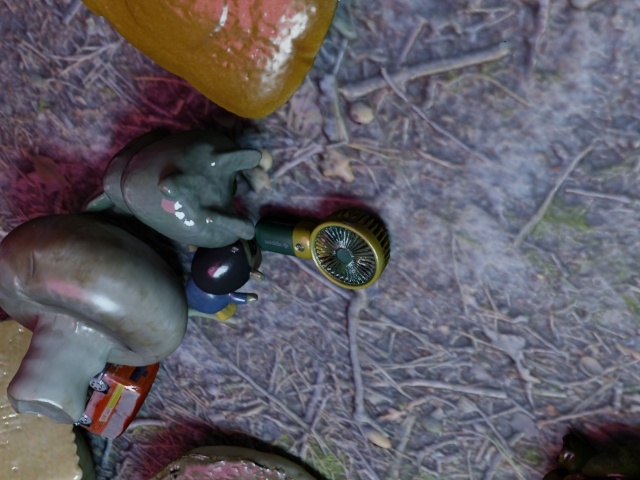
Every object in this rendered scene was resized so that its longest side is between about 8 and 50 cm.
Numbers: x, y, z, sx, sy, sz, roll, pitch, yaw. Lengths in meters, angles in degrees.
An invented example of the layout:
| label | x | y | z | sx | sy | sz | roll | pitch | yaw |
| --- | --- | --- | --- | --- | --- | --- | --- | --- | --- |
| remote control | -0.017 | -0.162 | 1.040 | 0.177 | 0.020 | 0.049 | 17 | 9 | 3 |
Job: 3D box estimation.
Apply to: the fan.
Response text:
| label | x | y | z | sx | sy | sz | roll | pitch | yaw |
| --- | --- | --- | --- | --- | --- | --- | --- | --- | --- |
| fan | 0.000 | 0.000 | 0.922 | 0.155 | 0.039 | 0.082 | 11 | 128 | 27 |

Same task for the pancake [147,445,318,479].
| label | x | y | z | sx | sy | sz | roll | pitch | yaw |
| --- | --- | --- | --- | --- | --- | --- | --- | --- | --- |
| pancake | -0.103 | 0.460 | 1.218 | 0.386 | 0.082 | 0.387 | 3 | 100 | 18 |

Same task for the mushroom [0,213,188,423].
| label | x | y | z | sx | sy | sz | roll | pitch | yaw |
| --- | --- | --- | --- | --- | --- | --- | --- | --- | --- |
| mushroom | -0.284 | 0.095 | 1.029 | 0.243 | 0.243 | 0.244 | 17 | 129 | 21 |

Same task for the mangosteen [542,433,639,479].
| label | x | y | z | sx | sy | sz | roll | pitch | yaw |
| --- | --- | --- | --- | --- | --- | --- | --- | --- | --- |
| mangosteen | 0.288 | 0.318 | 0.877 | 0.216 | 0.216 | 0.216 | 17 | 129 | 21 |

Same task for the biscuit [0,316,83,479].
| label | x | y | z | sx | sy | sz | roll | pitch | yaw |
| --- | --- | --- | --- | --- | --- | --- | --- | --- | --- |
| biscuit | -0.429 | 0.232 | 1.231 | 0.030 | 0.160 | 0.250 | 122 | 133 | -76 |

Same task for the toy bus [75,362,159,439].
| label | x | y | z | sx | sy | sz | roll | pitch | yaw |
| --- | --- | --- | --- | --- | --- | --- | --- | --- | --- |
| toy bus | -0.282 | 0.212 | 1.231 | 0.077 | 0.079 | 0.174 | 30 | 134 | -3 |

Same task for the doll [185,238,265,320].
| label | x | y | z | sx | sy | sz | roll | pitch | yaw |
| --- | --- | --- | --- | --- | --- | --- | --- | --- | --- |
| doll | -0.108 | 0.034 | 0.991 | 0.102 | 0.089 | 0.179 | 40 | 157 | 1 |

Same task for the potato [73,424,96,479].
| label | x | y | z | sx | sy | sz | roll | pitch | yaw |
| --- | --- | --- | --- | --- | --- | --- | --- | --- | --- |
| potato | -0.483 | 0.331 | 1.340 | 0.243 | 0.221 | 0.326 | -20 | 104 | 36 |

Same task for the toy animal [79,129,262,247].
| label | x | y | z | sx | sy | sz | roll | pitch | yaw |
| --- | --- | --- | --- | --- | --- | --- | --- | --- | --- |
| toy animal | -0.177 | -0.062 | 0.938 | 0.251 | 0.125 | 0.127 | 6 | 147 | 44 |

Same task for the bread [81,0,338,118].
| label | x | y | z | sx | sy | sz | roll | pitch | yaw |
| --- | --- | --- | --- | --- | --- | --- | --- | --- | --- |
| bread | -0.096 | -0.226 | 0.761 | 0.245 | 0.121 | 0.174 | 39 | 135 | 4 |
